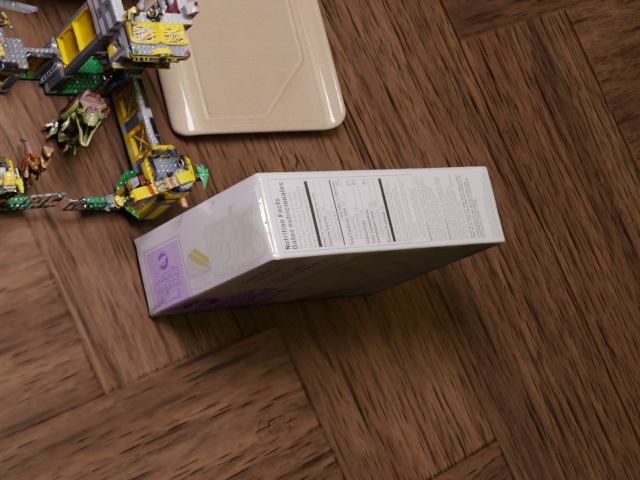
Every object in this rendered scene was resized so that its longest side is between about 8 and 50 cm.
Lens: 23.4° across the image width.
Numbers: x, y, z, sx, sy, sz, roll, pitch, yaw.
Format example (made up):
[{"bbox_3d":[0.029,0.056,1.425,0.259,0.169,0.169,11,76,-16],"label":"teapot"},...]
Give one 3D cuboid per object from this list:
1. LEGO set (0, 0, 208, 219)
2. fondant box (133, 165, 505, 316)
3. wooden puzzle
[{"bbox_3d":[-0.245,-0.148,1.567,0.331,0.192,0.255,6,63,-37],"label":"LEGO set"},{"bbox_3d":[0.000,0.000,1.689,0.330,0.238,0.096,-3,75,-40],"label":"fondant box"},{"bbox_3d":[-0.096,-0.230,1.841,0.239,0.044,0.221,-7,77,-36],"label":"wooden puzzle"}]
